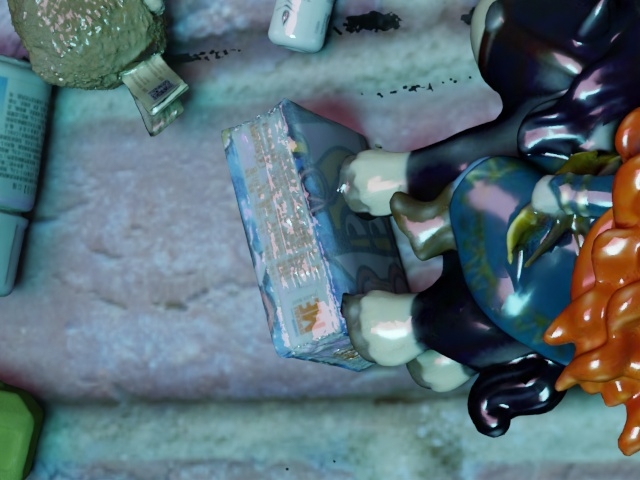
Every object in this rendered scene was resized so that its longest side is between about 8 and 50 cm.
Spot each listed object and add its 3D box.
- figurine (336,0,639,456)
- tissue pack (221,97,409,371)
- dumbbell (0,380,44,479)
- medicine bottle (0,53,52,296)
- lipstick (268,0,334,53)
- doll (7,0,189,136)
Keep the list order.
[{"bbox_3d":[0.191,-0.022,1.060,0.412,0.241,0.306,16,67,48],"label":"figurine"},{"bbox_3d":[0.000,0.000,1.207,0.065,0.115,0.155,-21,72,24],"label":"tissue pack"},{"bbox_3d":[-0.279,0.240,1.341,0.108,0.121,0.301,13,89,59],"label":"dumbbell"},{"bbox_3d":[-0.266,-0.050,1.361,0.135,0.135,0.168,7,88,31],"label":"medicine bottle"},{"bbox_3d":[-0.002,-0.196,1.279,0.040,0.040,0.141,14,91,31],"label":"lipstick"},{"bbox_3d":[-0.160,-0.163,1.332,0.115,0.105,0.221,-23,76,-18],"label":"doll"}]
